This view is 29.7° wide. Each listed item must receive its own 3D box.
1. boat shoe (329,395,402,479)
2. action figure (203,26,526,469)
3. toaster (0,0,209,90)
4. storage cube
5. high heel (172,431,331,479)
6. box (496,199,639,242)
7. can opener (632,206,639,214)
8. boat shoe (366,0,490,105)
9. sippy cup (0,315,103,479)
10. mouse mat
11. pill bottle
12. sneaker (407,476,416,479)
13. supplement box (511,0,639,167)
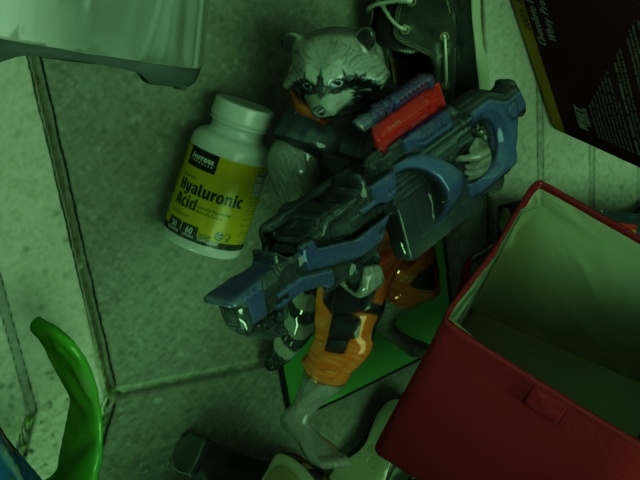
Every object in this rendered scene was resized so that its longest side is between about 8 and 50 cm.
[{"bbox_3d":[0.049,0.207,1.143,0.137,0.049,0.043,-59,169,3],"label":"boat shoe"},{"bbox_3d":[0.000,0.000,0.906,0.341,0.178,0.330,-28,128,-43],"label":"action figure"},{"bbox_3d":[-0.169,-0.185,0.756,0.227,0.129,0.146,4,105,-33],"label":"toaster"},{"bbox_3d":[0.185,0.110,0.947,0.183,0.215,0.193,-50,168,-40],"label":"storage cube"},{"bbox_3d":[0.011,0.238,0.992,0.186,0.261,0.093,31,86,-37],"label":"high heel"},{"bbox_3d":[0.277,0.054,1.148,0.233,0.044,0.159,6,82,-20],"label":"box"},{"bbox_3d":[0.271,0.042,1.213,0.283,0.076,0.095,-24,91,-23],"label":"can opener"},{"bbox_3d":[0.076,-0.181,0.950,0.079,0.084,0.233,-30,128,-20],"label":"boat shoe"},{"bbox_3d":[-0.301,0.158,0.780,0.240,0.305,0.224,-8,113,18],"label":"sippy cup"},{"bbox_3d":[0.041,0.067,1.094,0.190,0.007,0.152,-24,123,-24],"label":"mouse mat"},{"bbox_3d":[-0.075,-0.050,0.922,0.065,0.065,0.116,10,105,-37],"label":"pill bottle"},{"bbox_3d":[0.139,0.260,1.193,0.106,0.101,0.267,38,87,-37],"label":"sneaker"},{"bbox_3d":[0.282,-0.174,1.021,0.129,0.194,0.191,-38,128,-14],"label":"supplement box"}]
